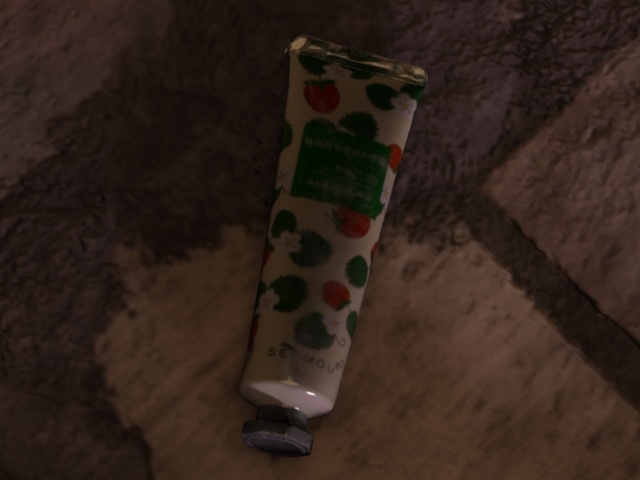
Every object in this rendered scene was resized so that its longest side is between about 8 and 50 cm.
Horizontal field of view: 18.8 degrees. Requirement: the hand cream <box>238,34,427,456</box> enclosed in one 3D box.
[{"bbox_3d":[0.000,0.000,1.217,0.095,0.059,0.276,14,68,-6],"label":"hand cream"}]
